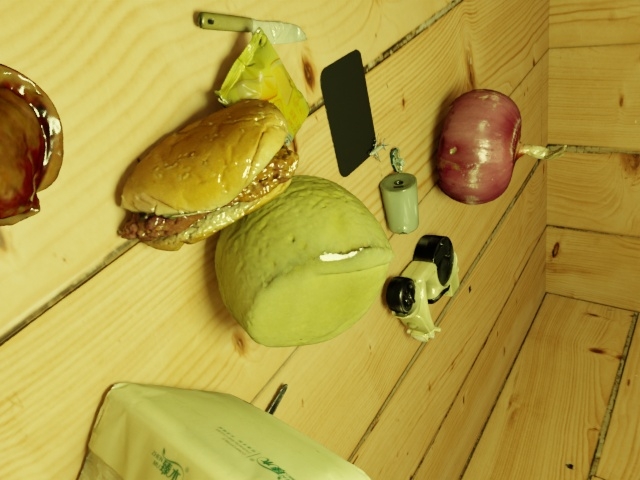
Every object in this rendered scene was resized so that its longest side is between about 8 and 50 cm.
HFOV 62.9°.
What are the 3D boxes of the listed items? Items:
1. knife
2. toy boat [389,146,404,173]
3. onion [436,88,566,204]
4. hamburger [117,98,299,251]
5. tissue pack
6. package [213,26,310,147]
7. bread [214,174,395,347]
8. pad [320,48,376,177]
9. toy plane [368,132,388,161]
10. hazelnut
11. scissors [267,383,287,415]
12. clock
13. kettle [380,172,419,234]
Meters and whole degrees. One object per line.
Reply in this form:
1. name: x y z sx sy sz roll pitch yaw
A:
1. knife: -0.113 -0.381 0.954 0.297 0.017 0.047 -26 122 -53
2. toy boat: 0.215 -0.217 1.440 0.038 0.038 0.083 -50 135 -34
3. onion: 0.512 -0.273 1.620 0.359 0.344 0.358 -61 177 -5
4. hamburger: -0.159 -0.103 0.835 0.282 0.245 0.156 -68 147 -40
5. tissue pack: -0.145 0.389 0.820 0.297 0.380 0.207 27 82 -55
6. package: -0.097 -0.248 0.950 0.226 0.090 0.169 45 65 -52
7. bread: -0.031 0.037 0.968 0.320 0.237 0.321 -15 133 -16
8. pad: 0.072 -0.299 1.246 0.181 0.004 0.267 -44 132 -39
9. toy plane: 0.146 -0.235 1.344 0.084 0.024 0.078 -32 126 -38
10. hazelnut: -0.369 -0.096 0.547 0.201 0.160 0.170 -44 166 -28
11. scissors: -0.152 0.453 1.134 0.318 0.024 0.160 -58 138 -25
12. clock: 0.330 0.153 1.644 0.379 0.120 0.277 -45 128 -39
13. kettle: 0.217 -0.105 1.443 0.098 0.127 0.148 -23 127 -12
